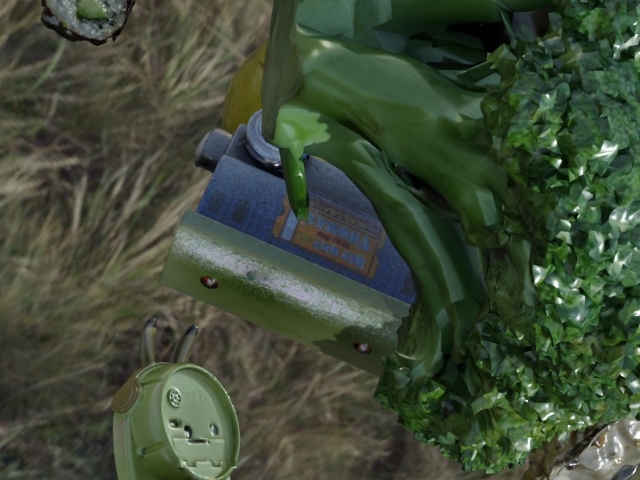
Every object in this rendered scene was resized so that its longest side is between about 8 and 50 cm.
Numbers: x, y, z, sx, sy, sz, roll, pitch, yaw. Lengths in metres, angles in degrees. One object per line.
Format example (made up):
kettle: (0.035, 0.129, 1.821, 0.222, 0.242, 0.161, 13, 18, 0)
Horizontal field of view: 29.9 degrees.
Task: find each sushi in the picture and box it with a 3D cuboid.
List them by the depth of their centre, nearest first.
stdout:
sushi: (-0.220, -0.245, 1.135, 0.098, 0.094, 0.084, 28, 48, -17)

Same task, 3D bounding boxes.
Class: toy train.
toy train: (0.000, 0.000, 1.191, 0.300, 0.131, 0.202, 23, 51, -3)

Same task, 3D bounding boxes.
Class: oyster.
oyster: (0.260, 0.168, 1.049, 0.129, 0.345, 0.078, 19, 31, -43)

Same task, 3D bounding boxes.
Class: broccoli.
broccoli: (0.128, -0.073, 0.650, 0.310, 0.321, 0.413, 7, 92, -41)

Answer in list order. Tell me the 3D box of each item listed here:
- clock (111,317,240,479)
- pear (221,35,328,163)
clock: (-0.161, 0.205, 1.356, 0.170, 0.069, 0.231, 14, 59, -55)
pear: (-0.037, -0.130, 1.734, 0.340, 0.191, 0.386, 58, 6, -38)
